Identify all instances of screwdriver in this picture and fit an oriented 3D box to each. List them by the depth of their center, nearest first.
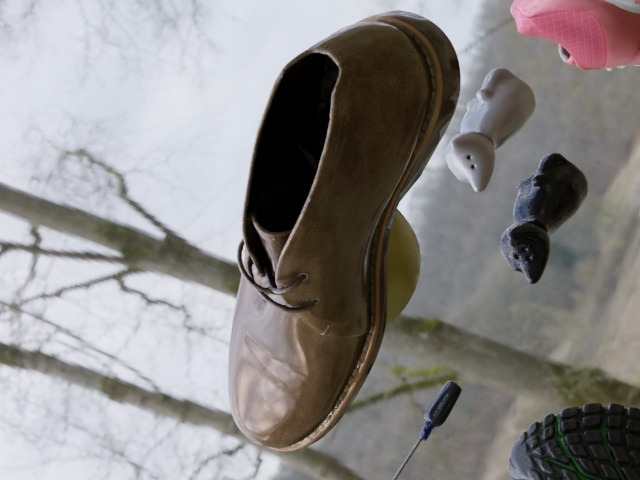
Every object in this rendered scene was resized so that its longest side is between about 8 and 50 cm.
[{"bbox_3d":[0.103,0.226,1.302,0.170,0.025,0.024,-61,8,-6],"label":"screwdriver"}]

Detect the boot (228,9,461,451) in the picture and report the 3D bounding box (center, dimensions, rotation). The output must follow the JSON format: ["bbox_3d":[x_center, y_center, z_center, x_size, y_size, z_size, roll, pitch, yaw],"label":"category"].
[{"bbox_3d":[-0.018,0.011,0.731,0.115,0.112,0.305,-25,-41,-52],"label":"boot"}]

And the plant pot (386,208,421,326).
[{"bbox_3d":[0.000,0.000,0.910,0.134,0.134,0.095,-63,-27,-20],"label":"plant pot"}]

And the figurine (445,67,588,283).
[{"bbox_3d":[0.230,-0.078,1.475,0.215,0.092,0.209,55,-146,-15],"label":"figurine"}]

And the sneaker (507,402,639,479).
[{"bbox_3d":[0.338,0.273,1.227,0.134,0.343,0.146,-89,24,-46],"label":"sneaker"}]

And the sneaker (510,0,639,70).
[{"bbox_3d":[0.312,-0.227,1.241,0.313,0.116,0.136,15,-43,-40],"label":"sneaker"}]
